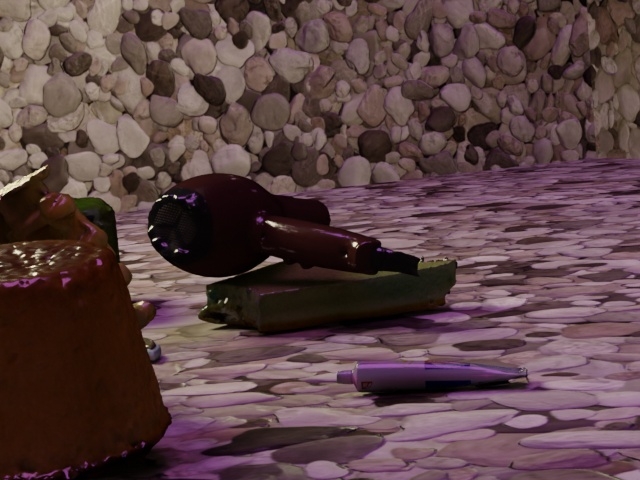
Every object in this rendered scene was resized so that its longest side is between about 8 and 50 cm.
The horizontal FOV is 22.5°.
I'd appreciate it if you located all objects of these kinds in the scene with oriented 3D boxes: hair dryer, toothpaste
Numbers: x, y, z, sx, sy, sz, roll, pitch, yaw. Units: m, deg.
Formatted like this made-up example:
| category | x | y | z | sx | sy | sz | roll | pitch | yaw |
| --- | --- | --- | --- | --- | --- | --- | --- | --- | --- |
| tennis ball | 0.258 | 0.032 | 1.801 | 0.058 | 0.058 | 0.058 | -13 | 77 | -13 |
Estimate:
| category | x | y | z | sx | sy | sz | roll | pitch | yaw |
| --- | --- | --- | --- | --- | --- | --- | --- | --- | --- |
| hair dryer | 0.000 | 0.000 | 1.878 | 0.341 | 0.123 | 0.313 | 12 | 8 | 36 |
| toothpaste | 0.099 | 0.120 | 1.432 | 0.170 | 0.028 | 0.045 | -2 | -1 | 6 |

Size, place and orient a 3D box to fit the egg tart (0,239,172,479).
| category | x | y | z | sx | sy | sz | roll | pitch | yaw |
| --- | --- | --- | --- | --- | --- | --- | --- | --- | --- |
| egg tart | -0.227 | 0.097 | 1.225 | 0.215 | 0.170 | 0.215 | -5 | 13 | 1 |

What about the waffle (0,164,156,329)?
| category | x | y | z | sx | sy | sz | roll | pitch | yaw |
| --- | --- | --- | --- | --- | --- | --- | --- | --- | --- |
| waffle | -0.242 | 0.052 | 1.469 | 0.229 | 0.219 | 0.057 | -19 | 19 | 47 |

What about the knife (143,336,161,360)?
| category | x | y | z | sx | sy | sz | roll | pitch | yaw |
| --- | --- | --- | --- | --- | --- | --- | --- | --- | --- |
| knife | -0.286 | 0.110 | 1.810 | 0.343 | 0.027 | 0.061 | 6 | 7 | 44 |

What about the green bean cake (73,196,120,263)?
| category | x | y | z | sx | sy | sz | roll | pitch | yaw |
| --- | --- | --- | --- | --- | --- | --- | --- | --- | --- |
| green bean cake | -0.384 | 0.028 | 2.075 | 0.250 | 0.156 | 0.247 | -6 | 5 | -7 |

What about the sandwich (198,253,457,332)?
| category | x | y | z | sx | sy | sz | roll | pitch | yaw |
| --- | --- | --- | --- | --- | --- | --- | --- | --- | --- |
| sandwich | 0.003 | 0.068 | 1.873 | 0.245 | 0.063 | 0.212 | -1 | 11 | 38 |
